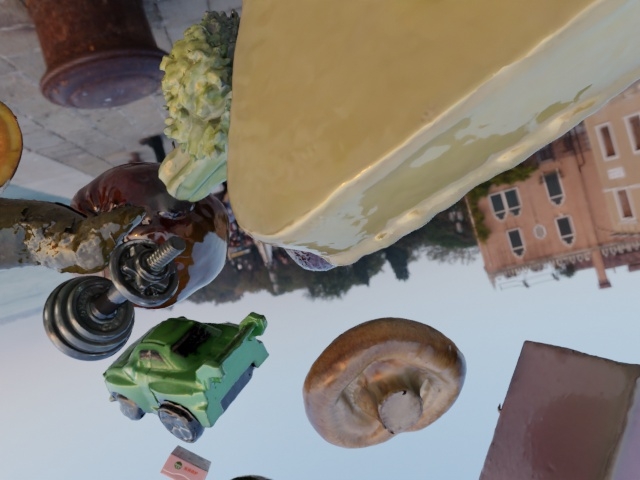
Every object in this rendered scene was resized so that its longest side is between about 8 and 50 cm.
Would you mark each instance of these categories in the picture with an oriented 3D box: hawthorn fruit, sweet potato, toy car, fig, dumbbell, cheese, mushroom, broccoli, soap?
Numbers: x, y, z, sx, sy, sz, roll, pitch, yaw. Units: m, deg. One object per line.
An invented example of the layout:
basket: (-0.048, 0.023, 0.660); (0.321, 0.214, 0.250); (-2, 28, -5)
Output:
hawthorn fruit: (-0.324, -0.003, 1.037); (0.308, 0.309, 0.324); (-16, 149, 32)
sweet potato: (-0.352, 0.004, 0.588); (0.309, 0.098, 0.124); (-15, -137, -16)
toy car: (-0.255, 0.230, 0.989); (0.358, 0.177, 0.213); (3, -147, 34)
fig: (0.000, 0.000, 0.899); (0.134, 0.146, 0.201); (-58, -164, 9)
dumbbell: (-0.227, 0.059, 0.600); (0.254, 0.110, 0.110); (-32, 172, 36)
cheese: (0.049, -0.148, 0.395); (0.383, 0.384, 0.104); (-16, 161, 34)
mushroom: (0.104, 0.235, 0.851); (0.278, 0.278, 0.146); (-17, -143, -3)
broccoli: (-0.127, -0.174, 0.811); (0.281, 0.293, 0.348); (-41, -157, 16)
soap: (0.354, 0.306, 0.747); (0.107, 0.296, 0.285); (21, 175, -5)

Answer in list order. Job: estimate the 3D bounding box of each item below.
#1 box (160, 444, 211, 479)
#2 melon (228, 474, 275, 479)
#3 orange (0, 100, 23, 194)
box: (-0.281, 0.478, 1.101); (0.043, 0.089, 0.125); (-63, -178, -16)
melon: (-0.075, 0.343, 0.618); (0.114, 0.114, 0.167); (-18, -171, -31)
orange: (-0.628, -0.120, 0.793); (0.310, 0.274, 0.274); (-51, -175, -4)
